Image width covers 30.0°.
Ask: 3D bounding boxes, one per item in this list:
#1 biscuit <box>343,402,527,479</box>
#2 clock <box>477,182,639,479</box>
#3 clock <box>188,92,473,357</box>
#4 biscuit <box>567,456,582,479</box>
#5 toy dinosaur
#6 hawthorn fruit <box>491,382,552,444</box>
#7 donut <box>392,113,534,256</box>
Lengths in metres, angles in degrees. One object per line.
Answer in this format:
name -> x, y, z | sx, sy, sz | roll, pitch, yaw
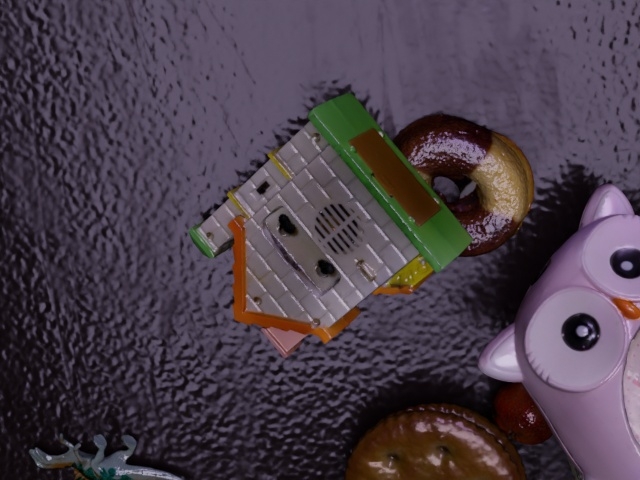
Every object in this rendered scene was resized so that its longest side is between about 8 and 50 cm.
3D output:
biscuit -> 0.138, 0.294, 1.433 | 0.220, 0.066, 0.220 | 5, 112, 13
clock -> 0.392, 0.146, 1.316 | 0.377, 0.250, 0.368 | 35, 83, 7
clock -> 0.000, 0.000, 1.355 | 0.255, 0.106, 0.220 | -40, 87, 31
biscuit -> 0.405, 0.340, 1.464 | 0.150, 0.052, 0.252 | -20, 97, 1
toy dinosaur -> -0.264, 0.290, 1.482 | 0.187, 0.044, 0.106 | 32, 114, -17
hawthorn fruit -> 0.250, 0.196, 1.428 | 0.093, 0.093, 0.093 | 0, 101, 1
donut -> 0.157, -0.057, 1.385 | 0.184, 0.073, 0.166 | 36, 102, -4
